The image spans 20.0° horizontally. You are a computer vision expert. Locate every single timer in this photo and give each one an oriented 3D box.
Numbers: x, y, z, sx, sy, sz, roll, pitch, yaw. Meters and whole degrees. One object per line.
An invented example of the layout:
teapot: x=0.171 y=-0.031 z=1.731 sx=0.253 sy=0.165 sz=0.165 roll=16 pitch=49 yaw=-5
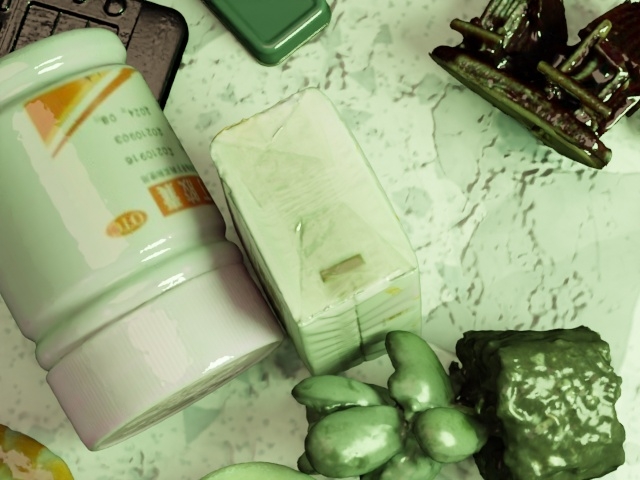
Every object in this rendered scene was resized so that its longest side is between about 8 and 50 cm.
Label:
timer: x=-0.230 y=-0.171 z=1.716 sx=0.187 sy=0.055 sz=0.144 roll=17 pitch=78 yaw=5

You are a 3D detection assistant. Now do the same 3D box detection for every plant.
plant: x=0.114 y=0.146 z=1.531 sx=0.275 sy=0.146 sz=0.149 roll=-5 pitch=87 yaw=0

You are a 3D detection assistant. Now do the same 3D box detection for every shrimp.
shrimp: x=-0.294 y=0.248 z=1.600 sx=0.161 sy=0.049 sz=0.166 roll=27 pitch=85 yaw=10

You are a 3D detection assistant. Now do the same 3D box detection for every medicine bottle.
medicine bottle: x=-0.188 y=-0.002 z=1.560 sx=0.202 sy=0.202 sz=0.316 roll=-29 pitch=84 yaw=-4

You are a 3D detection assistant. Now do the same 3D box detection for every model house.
model house: x=0.221 y=-0.171 z=1.634 sx=0.203 sy=0.141 sz=0.164 roll=36 pitch=89 yaw=16

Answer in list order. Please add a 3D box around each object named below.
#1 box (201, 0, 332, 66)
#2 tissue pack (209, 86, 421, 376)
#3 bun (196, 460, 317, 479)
box: x=-0.057 y=-0.234 z=1.730 sx=0.091 sy=0.031 sz=0.126 roll=-38 pitch=73 yaw=-7
tissue pack: x=0.000 y=0.000 z=1.552 sx=0.124 sy=0.225 sz=0.185 roll=-25 pitch=73 yaw=-3
bun: x=-0.046 y=0.300 z=1.528 sx=0.221 sy=0.108 sz=0.221 roll=0 pitch=66 yaw=0
